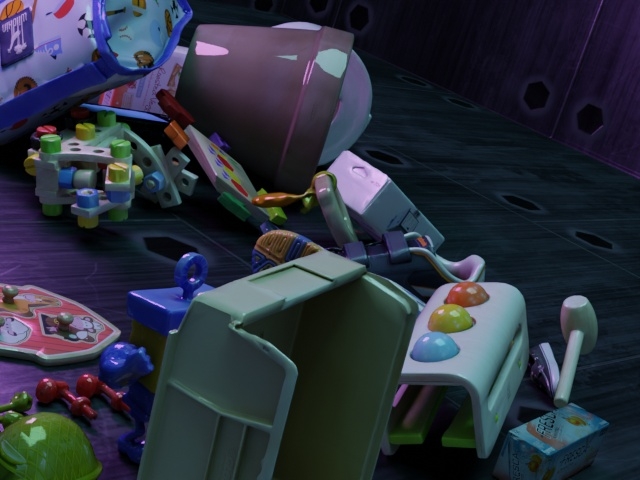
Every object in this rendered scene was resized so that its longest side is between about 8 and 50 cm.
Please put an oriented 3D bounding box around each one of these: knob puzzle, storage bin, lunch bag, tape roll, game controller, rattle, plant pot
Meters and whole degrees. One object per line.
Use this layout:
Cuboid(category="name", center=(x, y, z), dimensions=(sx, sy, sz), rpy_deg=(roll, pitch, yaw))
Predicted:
Cuboid(category="knob puzzle", center=(-0.325, 0.088, 1.403), dimensions=(0.213, 0.030, 0.213), rpy_deg=(17, 17, -5))
Cuboid(category="storage bin", center=(-0.036, 0.162, 1.089), dimensions=(0.123, 0.260, 0.262), rpy_deg=(21, 17, 22))
Cuboid(category="lunch bag", center=(-0.425, -0.329, 1.989), dimensions=(0.239, 0.327, 0.385), rpy_deg=(57, 24, -28))
Cuboid(category="tape roll", center=(-0.041, -0.292, 2.435), dimensions=(0.286, 0.286, 0.100), rpy_deg=(13, 17, -17))
Cuboid(category="game controller", center=(-0.383, -0.228, 2.256), dimensions=(0.319, 0.067, 0.166), rpy_deg=(6, 21, -37))
Cuboid(category="rattle", center=(0.000, 0.000, 1.924), dimensions=(0.142, 0.200, 0.130), rpy_deg=(-27, 30, -8))
Cuboid(category="plant pot", center=(-0.115, -0.264, 2.210), dimensions=(0.280, 0.323, 0.323), rpy_deg=(16, 17, -5))

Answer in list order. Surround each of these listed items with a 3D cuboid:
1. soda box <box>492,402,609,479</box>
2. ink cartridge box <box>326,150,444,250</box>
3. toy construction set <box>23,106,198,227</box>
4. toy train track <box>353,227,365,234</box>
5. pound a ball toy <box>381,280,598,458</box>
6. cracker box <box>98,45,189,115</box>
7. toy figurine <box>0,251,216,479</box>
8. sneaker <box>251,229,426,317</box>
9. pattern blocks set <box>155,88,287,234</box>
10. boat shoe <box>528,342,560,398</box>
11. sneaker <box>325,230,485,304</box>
Cuboid(category="soda box", center=(0.280, 0.251, 1.459), dimensions=(0.058, 0.063, 0.183), rpy_deg=(28, 20, 30))
Cuboid(category="ink cartridge box", center=(0.103, -0.051, 2.044), dimensions=(0.190, 0.082, 0.139), rpy_deg=(41, -2, -42))
Cuboid(category="toy construction set", center=(-0.318, -0.116, 1.830), dimensions=(0.215, 0.151, 0.327), rpy_deg=(10, 10, 16))
Cuboid(category="toy train track", center=(0.053, -0.016, 2.136), dimensions=(0.048, 0.014, 0.083), rpy_deg=(16, 10, -8))
Cuboid(category="pound a ball toy", center=(0.206, 0.131, 1.451), dimensions=(0.208, 0.136, 0.319), rpy_deg=(-2, 19, 22))
Cuboid(category="cracker box", center=(-0.316, -0.317, 2.442), dimensions=(0.232, 0.156, 0.067), rpy_deg=(5, 21, -35))
Cuboid(category="toy figurine", center=(-0.184, 0.104, 1.182), dimensions=(0.191, 0.217, 0.362), rpy_deg=(31, 21, 35))
Cuboid(category="sneaker", center=(0.039, 0.084, 1.689), dimensions=(0.296, 0.112, 0.131), rpy_deg=(33, 13, 15))
Cuboid(category="pattern blocks set", center=(-0.158, -0.110, 1.991), dimensions=(0.285, 0.026, 0.325), rpy_deg=(40, 11, -32))
Cuboid(category="boat shoe", center=(0.321, 0.191, 1.728), dimensions=(0.040, 0.049, 0.142), rpy_deg=(-14, 18, 7))
Cuboid(category="sneaker", center=(0.095, 0.042, 1.816), dimensions=(0.321, 0.127, 0.126), rpy_deg=(12, 20, -14))
